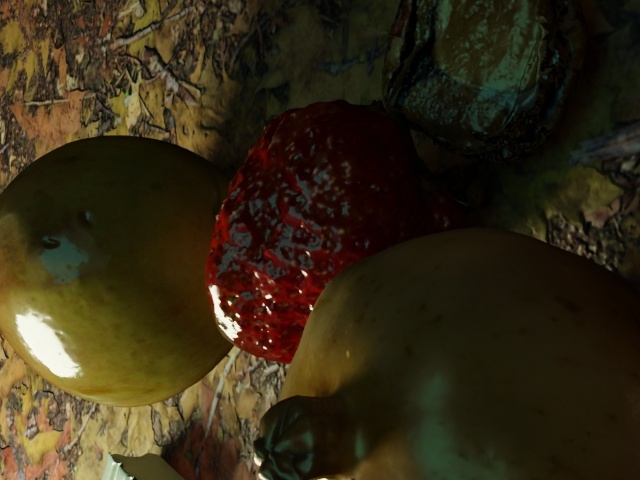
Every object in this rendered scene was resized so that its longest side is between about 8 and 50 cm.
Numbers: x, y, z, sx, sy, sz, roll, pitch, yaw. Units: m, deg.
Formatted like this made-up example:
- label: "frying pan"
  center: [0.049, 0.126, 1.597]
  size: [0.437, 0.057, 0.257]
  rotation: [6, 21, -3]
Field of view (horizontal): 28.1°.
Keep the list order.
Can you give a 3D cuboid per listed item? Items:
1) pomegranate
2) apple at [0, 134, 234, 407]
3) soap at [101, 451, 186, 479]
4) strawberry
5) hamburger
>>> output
- label: "pomegranate"
  center: [0.127, 0.180, 1.074]
  size: [0.411, 0.411, 0.412]
  rotation: [-6, 82, 48]
- label: "apple"
  center: [-0.227, 0.023, 1.546]
  size: [0.305, 0.338, 0.339]
  rotation: [-20, 71, 27]
- label: "soap"
  center: [-0.246, 0.428, 1.703]
  size: [0.150, 0.094, 0.261]
  rotation: [34, 112, 50]
- label: "strawberry"
  center: [0.000, 0.000, 1.317]
  size: [0.277, 0.257, 0.257]
  rotation: [-43, 42, -16]
- label: "hamburger"
  center: [0.166, -0.189, 1.288]
  size: [0.231, 0.106, 0.231]
  rotation: [-8, 78, 44]
